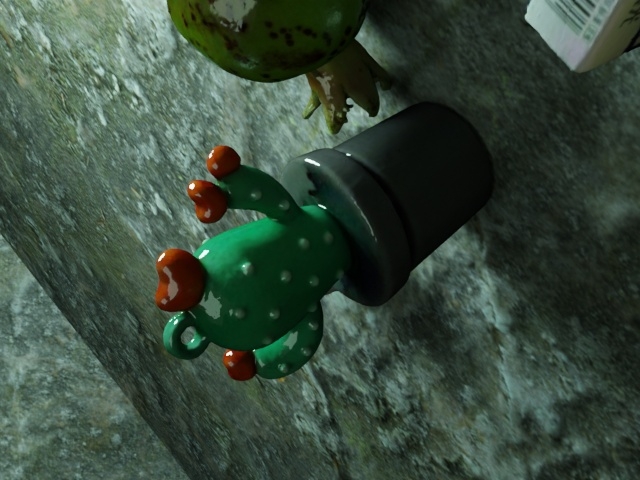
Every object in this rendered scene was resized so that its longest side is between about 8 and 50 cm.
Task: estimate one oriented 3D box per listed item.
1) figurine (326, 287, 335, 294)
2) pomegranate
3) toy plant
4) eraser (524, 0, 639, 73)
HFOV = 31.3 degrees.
[{"bbox_3d":[-0.004,0.006,1.551,0.229,0.112,0.137,39,154,46],"label":"figurine"},{"bbox_3d":[-0.051,-0.252,1.247,0.231,0.231,0.286,36,157,31],"label":"pomegranate"},{"bbox_3d":[-0.001,0.009,1.234,0.185,0.400,0.279,43,150,24],"label":"toy plant"},{"bbox_3d":[0.262,-0.258,0.845,0.086,0.130,0.287,50,153,17],"label":"eraser"}]
